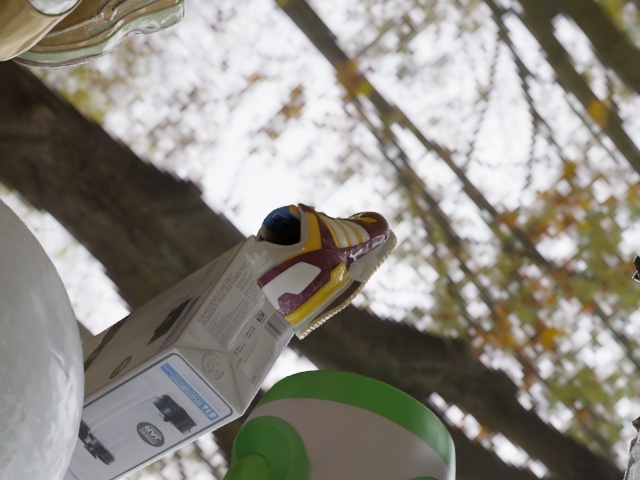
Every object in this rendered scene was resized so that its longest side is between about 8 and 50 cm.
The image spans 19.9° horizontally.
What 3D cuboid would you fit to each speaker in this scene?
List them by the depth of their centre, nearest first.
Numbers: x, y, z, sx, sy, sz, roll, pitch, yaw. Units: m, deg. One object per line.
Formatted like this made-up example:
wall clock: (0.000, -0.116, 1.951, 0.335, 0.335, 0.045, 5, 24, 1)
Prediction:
speaker: (-0.023, 0.215, 0.915, 0.131, 0.131, 0.296, -16, -138, 43)

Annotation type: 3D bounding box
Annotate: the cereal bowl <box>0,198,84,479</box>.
cereal bowl: (-0.329, 0.102, 1.173, 0.339, 0.339, 0.141, -40, -176, 7)

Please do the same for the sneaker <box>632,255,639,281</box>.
sneaker: (0.480, -0.009, 1.947, 0.257, 0.169, 0.447, -5, -158, 39)

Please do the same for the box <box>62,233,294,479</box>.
box: (-0.153, 0.126, 1.696, 0.290, 0.087, 0.169, -32, -162, 44)

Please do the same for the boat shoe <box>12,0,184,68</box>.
boat shoe: (-0.189, -0.202, 1.541, 0.068, 0.072, 0.190, 24, -145, 28)

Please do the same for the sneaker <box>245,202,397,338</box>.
sneaker: (0.000, 0.000, 1.359, 0.069, 0.084, 0.185, -36, -172, 21)

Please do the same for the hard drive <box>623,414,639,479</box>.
hard drive: (0.188, 0.237, 0.939, 0.237, 0.064, 0.339, 88, 11, -75)

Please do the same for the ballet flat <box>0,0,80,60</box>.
ballet flat: (-0.180, -0.233, 1.356, 0.073, 0.080, 0.232, 8, -118, 50)
